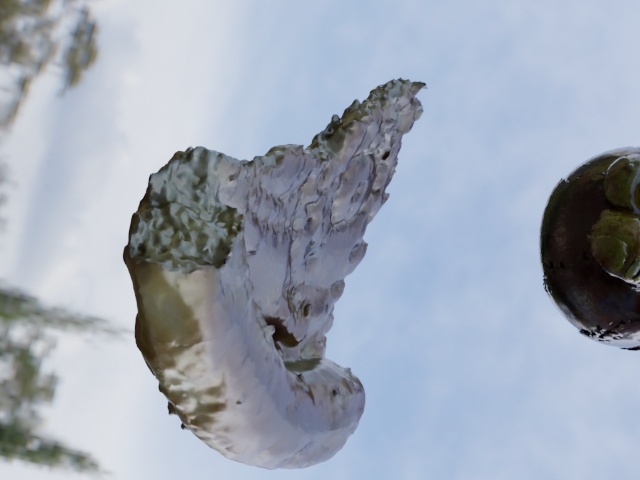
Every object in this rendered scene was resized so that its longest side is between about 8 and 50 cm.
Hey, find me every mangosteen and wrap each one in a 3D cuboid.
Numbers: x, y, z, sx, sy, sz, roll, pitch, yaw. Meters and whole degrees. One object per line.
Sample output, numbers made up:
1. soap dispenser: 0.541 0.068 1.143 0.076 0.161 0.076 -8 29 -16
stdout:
1. mangosteen: 0.256 -0.002 1.260 0.180 0.166 0.166 114 -19 -60

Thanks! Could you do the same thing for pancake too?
1. pancake: 0.000 0.000 0.791 0.244 0.057 0.266 -56 155 -25
